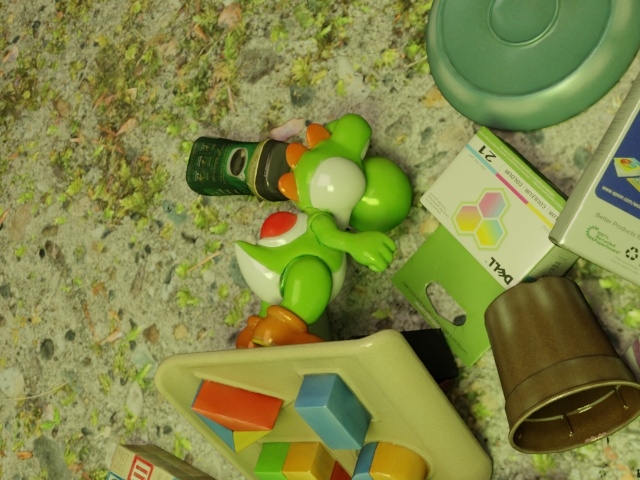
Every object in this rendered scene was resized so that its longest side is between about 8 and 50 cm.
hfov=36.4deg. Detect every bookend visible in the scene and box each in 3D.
[{"bbox_3d":[0.072,0.187,1.312,0.156,0.157,0.072,-45,56,47],"label":"bookend"}]

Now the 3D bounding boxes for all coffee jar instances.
[{"bbox_3d":[-0.119,-0.113,1.530,0.184,0.079,0.096,7,81,36],"label":"coffee jar"}]

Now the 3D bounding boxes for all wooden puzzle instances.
[{"bbox_3d":[0.000,0.251,1.233,0.348,0.322,0.080,-12,41,29],"label":"wooden puzzle"}]

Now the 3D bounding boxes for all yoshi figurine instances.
[{"bbox_3d":[0.027,0.010,1.323,0.203,0.203,0.362,11,71,25],"label":"yoshi figurine"}]

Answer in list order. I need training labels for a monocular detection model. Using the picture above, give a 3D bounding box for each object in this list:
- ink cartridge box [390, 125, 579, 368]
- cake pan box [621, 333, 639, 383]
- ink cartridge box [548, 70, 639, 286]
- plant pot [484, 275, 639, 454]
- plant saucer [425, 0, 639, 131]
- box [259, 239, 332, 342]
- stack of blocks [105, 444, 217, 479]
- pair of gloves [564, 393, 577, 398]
[{"bbox_3d":[0.206,0.013,1.274,0.255,0.097,0.189,-50,58,14],"label":"ink cartridge box"},{"bbox_3d":[0.432,0.183,1.005,0.070,0.246,0.267,-18,65,-9],"label":"cake pan box"},{"bbox_3d":[0.430,-0.121,1.117,0.175,0.069,0.371,27,99,-5],"label":"ink cartridge box"},{"bbox_3d":[0.278,0.143,1.161,0.167,0.167,0.165,-34,49,23],"label":"plant pot"},{"bbox_3d":[0.280,-0.306,1.322,0.317,0.043,0.318,-7,76,30],"label":"plant saucer"},{"bbox_3d":[-0.024,0.142,1.419,0.063,0.067,0.324,-22,69,29],"label":"box"},{"bbox_3d":[-0.204,0.442,1.460,0.297,0.087,0.171,18,90,35],"label":"stack of blocks"},{"bbox_3d":[0.290,0.222,1.224,0.074,0.010,0.083,-14,73,31],"label":"pair of gloves"}]
